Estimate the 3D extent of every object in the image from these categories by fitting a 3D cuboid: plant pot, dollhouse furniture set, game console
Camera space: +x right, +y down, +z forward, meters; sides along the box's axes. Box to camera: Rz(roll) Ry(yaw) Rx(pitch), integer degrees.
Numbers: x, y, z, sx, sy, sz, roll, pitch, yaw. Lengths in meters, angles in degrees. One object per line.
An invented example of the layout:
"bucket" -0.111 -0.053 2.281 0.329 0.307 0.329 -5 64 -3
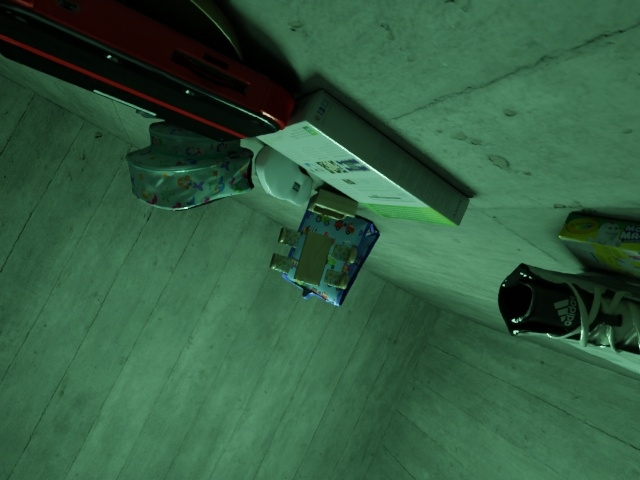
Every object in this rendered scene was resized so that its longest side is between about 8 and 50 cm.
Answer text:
"plant pot" -0.200 -0.293 0.567 0.236 0.032 0.236 25 175 2
"dollhouse furniture set" 0.000 0.000 1.201 0.212 0.242 0.161 17 176 -10
"game console" -0.259 -0.243 0.652 0.386 0.060 0.342 18 179 -31

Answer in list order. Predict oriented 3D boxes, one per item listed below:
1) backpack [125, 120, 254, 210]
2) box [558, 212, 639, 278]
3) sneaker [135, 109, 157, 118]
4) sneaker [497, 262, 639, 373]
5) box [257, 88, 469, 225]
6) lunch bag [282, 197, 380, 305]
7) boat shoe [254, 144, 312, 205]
"backpack" -0.299 -0.172 1.011 0.225 0.253 0.191 23 129 34
"box" 0.414 0.017 0.563 0.105 0.043 0.179 31 175 -38
"sneaker" -0.315 -0.282 0.931 0.092 0.087 0.228 28 177 -40
"sneaker" 0.425 0.136 0.606 0.257 0.169 0.447 5 -176 -20
"box" 0.066 -0.127 0.769 0.322 0.059 0.232 30 173 -26
"lunch bag" 0.017 0.051 1.394 0.220 0.293 0.138 24 174 24
"boat shoe" -0.106 -0.159 1.055 0.102 0.108 0.301 23 -179 15
